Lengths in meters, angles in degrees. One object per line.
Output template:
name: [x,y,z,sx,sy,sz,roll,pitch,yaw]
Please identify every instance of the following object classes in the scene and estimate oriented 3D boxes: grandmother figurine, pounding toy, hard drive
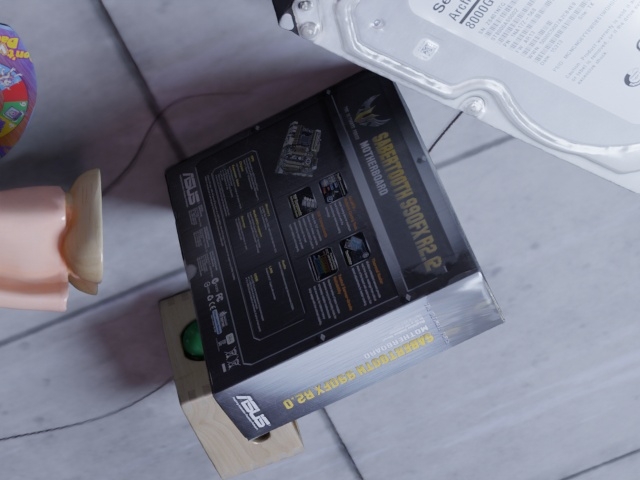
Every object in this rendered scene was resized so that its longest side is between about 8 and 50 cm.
grandmother figurine: [-0.312,-0.002,0.865,0.342,0.104,0.208,-1,163,-11]
pounding toy: [-0.059,0.100,1.076,0.100,0.130,0.141,-20,136,1]
hard drive: [0.168,-0.176,0.905,0.339,0.064,0.237,22,123,-27]

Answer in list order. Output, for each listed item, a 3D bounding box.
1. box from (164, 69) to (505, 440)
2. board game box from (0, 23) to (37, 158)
box: [0.000,0.000,0.924,0.183,0.231,0.056,-26,133,6]
board game box: [-0.266,-0.087,0.887,0.168,0.033,0.133,10,130,-28]
